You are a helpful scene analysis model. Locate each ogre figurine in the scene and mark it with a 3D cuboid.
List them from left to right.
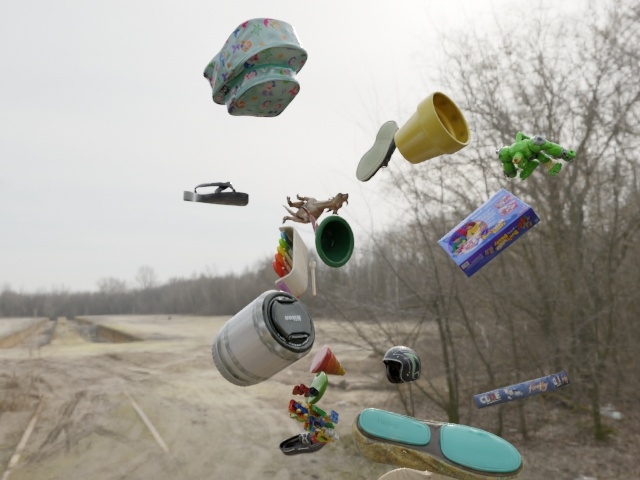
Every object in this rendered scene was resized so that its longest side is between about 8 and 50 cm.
[{"bbox_3d":[0.551,-0.222,1.447,0.118,0.097,0.197,31,-5,-26],"label":"ogre figurine"}]

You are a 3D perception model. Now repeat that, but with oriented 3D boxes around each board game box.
[{"bbox_3d":[0.663,-0.036,2.185,0.347,0.078,0.233,-41,24,9],"label":"board game box"},{"bbox_3d":[0.613,0.454,1.665,0.243,0.042,0.165,-28,-21,32],"label":"board game box"}]

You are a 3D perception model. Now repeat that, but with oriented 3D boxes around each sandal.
[{"bbox_3d":[-0.247,-0.110,1.236,0.097,0.054,0.254,3,4,-38],"label":"sandal"}]

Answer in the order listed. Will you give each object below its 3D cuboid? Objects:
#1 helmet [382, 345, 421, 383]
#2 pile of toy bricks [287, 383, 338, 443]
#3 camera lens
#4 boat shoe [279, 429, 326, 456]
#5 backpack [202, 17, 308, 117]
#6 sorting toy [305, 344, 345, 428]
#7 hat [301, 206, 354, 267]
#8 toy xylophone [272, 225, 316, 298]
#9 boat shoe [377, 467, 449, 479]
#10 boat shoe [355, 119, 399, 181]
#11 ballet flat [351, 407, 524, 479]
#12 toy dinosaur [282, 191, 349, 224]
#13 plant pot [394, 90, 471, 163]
[{"bbox_3d":[0.368,0.556,2.464,0.169,0.162,0.169,-11,-12,-2],"label":"helmet"},{"bbox_3d":[-0.042,0.522,1.638,0.105,0.118,0.212,-26,-55,30],"label":"pile of toy bricks"},{"bbox_3d":[-0.169,0.295,1.644,0.274,0.219,0.219,-39,-27,32],"label":"camera lens"},{"bbox_3d":[-0.062,0.758,2.053,0.206,0.075,0.065,-24,-45,18],"label":"boat shoe"},{"bbox_3d":[-0.158,-0.446,1.425,0.225,0.191,0.253,-9,-25,-44],"label":"backpack"},{"bbox_3d":[0.029,0.547,2.004,0.126,0.127,0.365,32,29,-12],"label":"sorting toy"},{"bbox_3d":[0.000,0.000,1.914,0.183,0.208,0.173,-9,-43,49],"label":"hat"},{"bbox_3d":[-0.097,0.096,2.124,0.081,0.236,0.323,-19,34,16],"label":"toy xylophone"},{"bbox_3d":[0.252,0.658,1.442,0.285,0.103,0.092,4,-43,-33],"label":"boat shoe"},{"bbox_3d":[0.280,-0.392,2.535,0.127,0.340,0.113,8,-26,40],"label":"boat shoe"},{"bbox_3d":[0.235,0.441,1.143,0.348,0.123,0.123,11,-4,9],"label":"ballet flat"},{"bbox_3d":[-0.032,-0.116,2.239,0.200,0.127,0.295,6,-10,-39],"label":"toy dinosaur"},{"bbox_3d":[0.443,-0.439,2.241,0.254,0.254,0.239,4,-28,-46],"label":"plant pot"}]
